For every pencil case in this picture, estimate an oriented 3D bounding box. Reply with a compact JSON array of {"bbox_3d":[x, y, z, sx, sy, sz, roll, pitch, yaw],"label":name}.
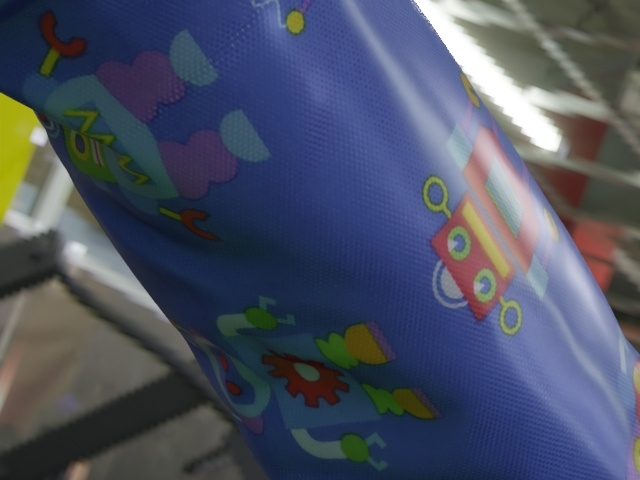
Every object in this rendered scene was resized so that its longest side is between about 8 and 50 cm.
[{"bbox_3d":[0.000,0.000,0.586,0.133,0.119,0.306,-10,-54,40],"label":"pencil case"}]
